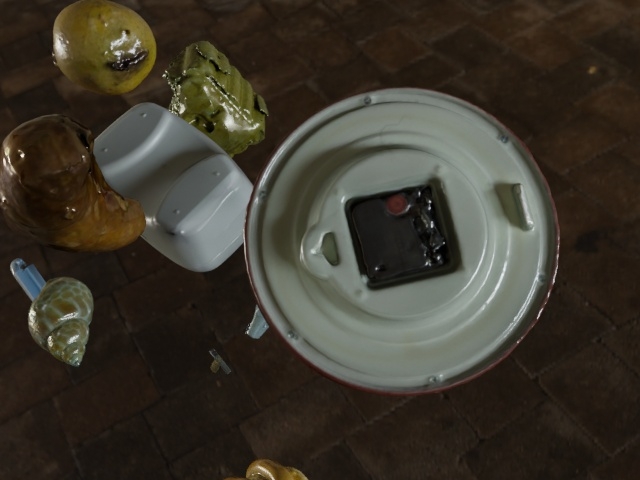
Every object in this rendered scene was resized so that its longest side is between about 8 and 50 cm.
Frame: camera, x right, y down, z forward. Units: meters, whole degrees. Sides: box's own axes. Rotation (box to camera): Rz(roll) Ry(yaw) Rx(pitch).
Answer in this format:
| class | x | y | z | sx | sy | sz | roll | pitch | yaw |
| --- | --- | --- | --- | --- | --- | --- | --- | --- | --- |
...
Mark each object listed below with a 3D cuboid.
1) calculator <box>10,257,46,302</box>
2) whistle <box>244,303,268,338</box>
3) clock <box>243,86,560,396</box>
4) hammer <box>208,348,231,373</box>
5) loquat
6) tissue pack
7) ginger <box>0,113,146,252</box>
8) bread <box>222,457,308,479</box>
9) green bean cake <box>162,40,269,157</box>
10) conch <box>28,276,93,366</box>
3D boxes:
| class | x | y | z | sx | sy | sz | roll | pitch | yaw |
| --- | --- | --- | --- | --- | --- | --- | --- | --- | --- |
| calculator | -0.647 | 0.130 | 2.009 | 0.039 | 0.210 | 0.121 | -34 | 9 | -6 |
| whistle | -0.097 | 0.143 | 2.220 | 0.093 | 0.180 | 0.269 | 36 | 93 | 17 |
| clock | 0.079 | -0.003 | 0.874 | 0.319 | 0.080 | 0.318 | 0 | 82 | 2 |
| hammer | -0.225 | 0.274 | 1.890 | 0.013 | 0.199 | 0.062 | -39 | 85 | -17 |
| loquat | -0.366 | -0.321 | 1.435 | 0.205 | 0.172 | 0.149 | 16 | 89 | 37 |
| tissue pack | -0.281 | -0.095 | 1.717 | 0.333 | 0.236 | 0.229 | 39 | 77 | 25 |
| ginger | -0.370 | -0.071 | 1.242 | 0.172 | 0.321 | 0.165 | -6 | 71 | 3 |
| bread | -0.148 | 0.456 | 1.329 | 0.311 | 0.121 | 0.173 | -42 | 16 | -29 |
| green bean cake | -0.311 | -0.294 | 2.110 | 0.310 | 0.285 | 0.202 | -34 | 38 | 18 |
| conch | -0.480 | 0.143 | 1.600 | 0.106 | 0.116 | 0.172 | -28 | 42 | 56 |
